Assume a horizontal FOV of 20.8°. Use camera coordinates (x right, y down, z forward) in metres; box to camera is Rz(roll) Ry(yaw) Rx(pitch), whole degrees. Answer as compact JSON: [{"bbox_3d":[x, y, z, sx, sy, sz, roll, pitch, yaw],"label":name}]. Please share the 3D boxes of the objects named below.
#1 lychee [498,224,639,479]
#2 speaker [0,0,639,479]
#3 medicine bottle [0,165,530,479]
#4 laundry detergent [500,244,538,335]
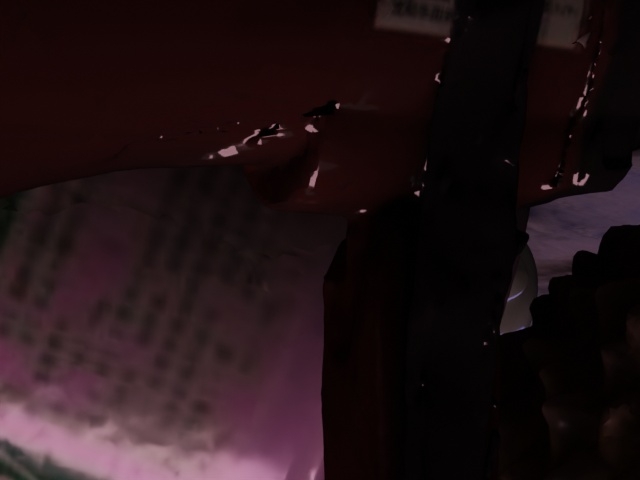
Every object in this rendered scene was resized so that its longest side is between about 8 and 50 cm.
[{"bbox_3d":[0.192,0.163,0.662,0.380,0.432,0.380,-2,-158,1],"label":"lychee"},{"bbox_3d":[-0.023,-0.034,0.464,0.329,0.259,0.198,7,143,-21],"label":"speaker"},{"bbox_3d":[-0.106,-0.007,0.643,0.325,0.212,0.212,22,167,-3],"label":"medicine bottle"},{"bbox_3d":[0.000,0.000,1.010,0.215,0.105,0.280,2,165,23],"label":"laundry detergent"}]
